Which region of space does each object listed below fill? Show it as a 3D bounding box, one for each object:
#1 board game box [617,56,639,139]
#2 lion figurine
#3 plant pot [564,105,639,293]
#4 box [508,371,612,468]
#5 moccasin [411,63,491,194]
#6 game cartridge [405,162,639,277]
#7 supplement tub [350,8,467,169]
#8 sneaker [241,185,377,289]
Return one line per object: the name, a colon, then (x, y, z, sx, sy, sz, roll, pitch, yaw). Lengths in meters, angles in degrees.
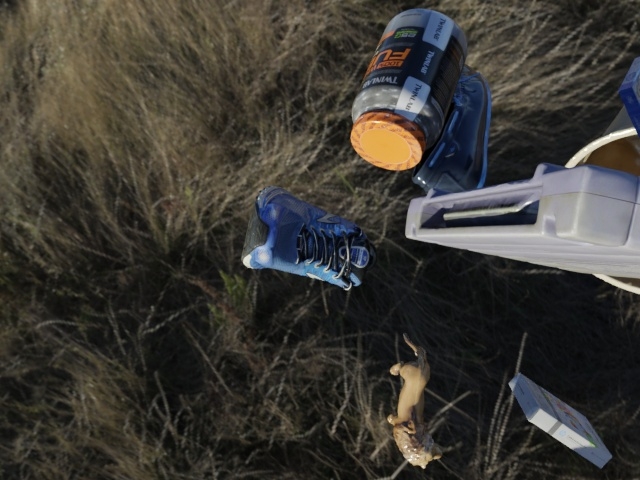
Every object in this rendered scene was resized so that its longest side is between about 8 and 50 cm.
board game box: (0.396, -0.166, 0.800, 0.020, 0.090, 0.090, -13, 28, 47)
lion figurine: (0.294, 0.501, 2.097, 0.142, 0.240, 0.392, -3, 88, -5)
plant pot: (0.601, -0.123, 1.122, 0.334, 0.333, 0.305, 4, 40, 34)
box: (0.479, 0.358, 1.327, 0.038, 0.186, 0.145, -52, 9, 14)
moccasin: (0.214, -0.206, 1.114, 0.137, 0.117, 0.342, -53, 21, 40)
game cartridge: (0.234, -0.007, 0.578, 0.355, 0.230, 0.068, -179, 96, -80)
supplement tub: (0.111, -0.191, 0.842, 0.117, 0.117, 0.190, 2, 56, 33)
sneaker: (0.000, 0.000, 1.012, 0.147, 0.330, 0.129, 15, 93, 26)
